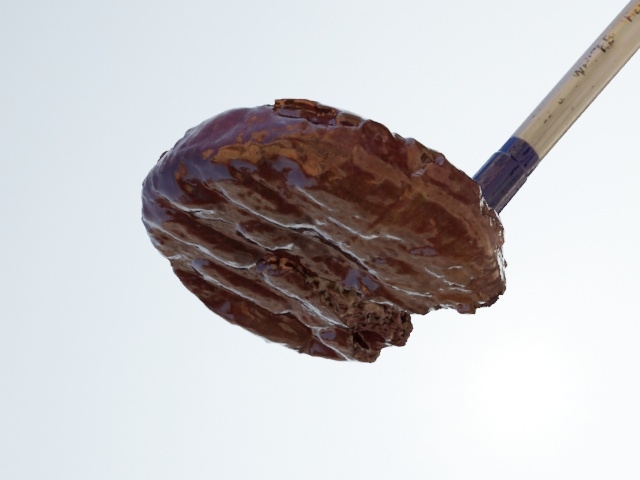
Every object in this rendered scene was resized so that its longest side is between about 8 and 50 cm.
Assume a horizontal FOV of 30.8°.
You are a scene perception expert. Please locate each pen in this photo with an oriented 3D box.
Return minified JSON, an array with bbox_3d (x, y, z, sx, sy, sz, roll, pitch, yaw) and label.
[{"bbox_3d":[0.188,-0.112,0.824,0.269,0.033,0.033,-47,-46,-17],"label":"pen"}]

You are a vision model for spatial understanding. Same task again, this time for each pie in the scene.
[{"bbox_3d":[0.000,0.000,0.663,0.204,0.218,0.054,38,-126,-29],"label":"pie"}]
